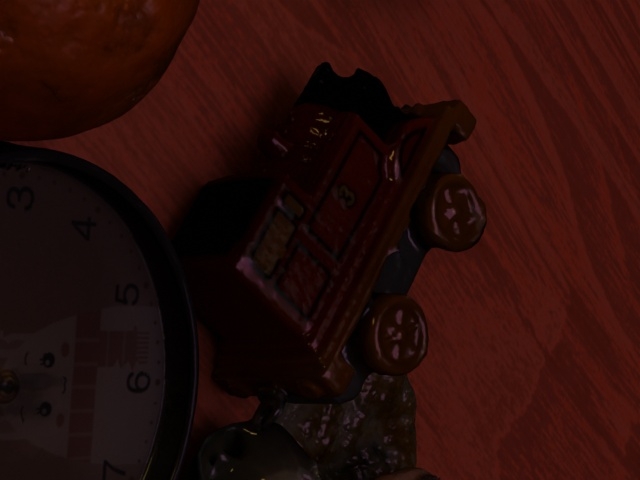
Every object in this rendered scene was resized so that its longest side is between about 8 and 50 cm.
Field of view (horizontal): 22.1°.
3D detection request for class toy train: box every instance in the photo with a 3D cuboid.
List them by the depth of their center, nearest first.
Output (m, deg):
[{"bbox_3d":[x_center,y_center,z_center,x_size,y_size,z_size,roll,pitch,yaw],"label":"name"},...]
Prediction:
[{"bbox_3d":[0.000,0.000,1.499,0.231,0.163,0.369,46,58,-32],"label":"toy train"}]

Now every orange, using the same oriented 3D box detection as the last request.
[{"bbox_3d":[-0.213,-0.211,1.160,0.284,0.226,0.284,-14,107,-54],"label":"orange"}]

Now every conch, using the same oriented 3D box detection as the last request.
[{"bbox_3d":[-0.085,0.258,1.436,0.188,0.122,0.176,-17,86,-52],"label":"conch"}]

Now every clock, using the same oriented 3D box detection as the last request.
[{"bbox_3d":[-0.244,0.113,1.260,0.386,0.076,0.386,-4,96,-51],"label":"clock"}]

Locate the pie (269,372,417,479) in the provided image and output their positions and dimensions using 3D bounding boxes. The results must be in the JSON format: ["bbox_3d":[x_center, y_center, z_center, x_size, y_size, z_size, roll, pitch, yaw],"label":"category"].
[{"bbox_3d":[0.022,0.221,1.615,0.240,0.054,0.240,-8,100,-49],"label":"pie"}]

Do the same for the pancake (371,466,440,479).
[{"bbox_3d":[0.033,0.337,1.565,0.282,0.049,0.282,-40,149,-30],"label":"pancake"}]
